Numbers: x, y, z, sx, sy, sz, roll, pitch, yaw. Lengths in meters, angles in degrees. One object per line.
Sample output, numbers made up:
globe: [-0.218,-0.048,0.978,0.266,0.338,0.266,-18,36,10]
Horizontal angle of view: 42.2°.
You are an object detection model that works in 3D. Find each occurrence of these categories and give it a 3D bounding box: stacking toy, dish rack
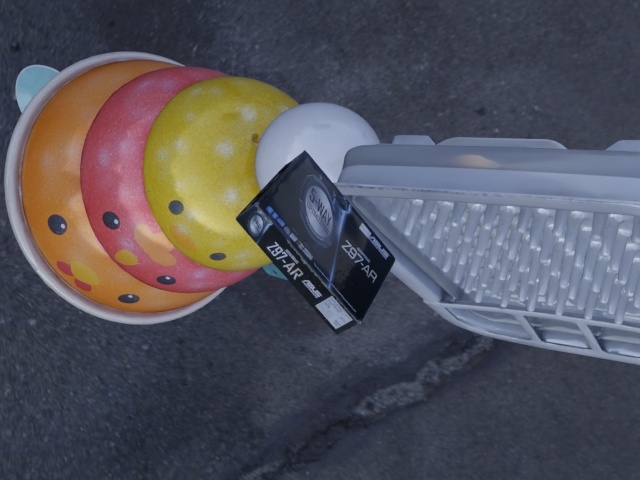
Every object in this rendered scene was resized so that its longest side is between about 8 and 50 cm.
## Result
stacking toy: [-0.113,-0.076,0.910,0.351,0.480,0.350,2,86,-36]
dish rack: [0.181,0.011,0.627,0.333,0.286,0.072,37,66,-51]

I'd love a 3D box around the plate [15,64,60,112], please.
plate: [-0.547,-0.278,1.712,0.188,0.188,0.024,53,41,-12]

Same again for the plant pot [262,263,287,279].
plant pot: [-0.050,-0.030,1.945,0.234,0.166,0.165,-47,120,-21]

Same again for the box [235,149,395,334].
box: [0.000,0.000,0.449,0.083,0.018,0.067,50,36,-10]
